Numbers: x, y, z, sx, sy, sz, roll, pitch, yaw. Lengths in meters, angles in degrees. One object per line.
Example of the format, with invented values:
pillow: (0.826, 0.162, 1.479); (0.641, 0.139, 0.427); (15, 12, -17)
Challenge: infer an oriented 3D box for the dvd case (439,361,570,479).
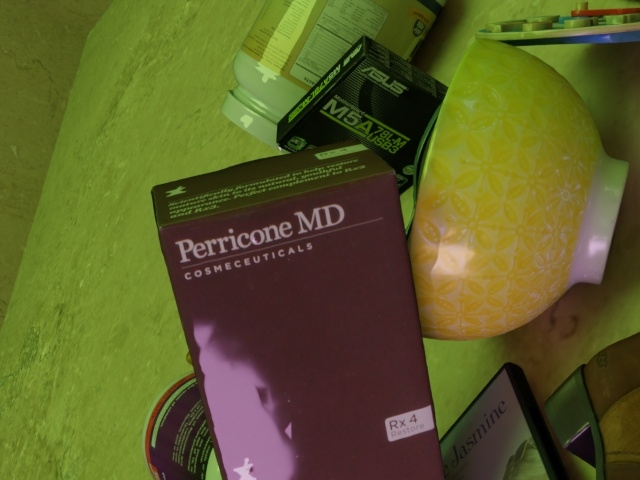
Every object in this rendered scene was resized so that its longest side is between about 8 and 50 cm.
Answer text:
dvd case: (0.155, 0.250, 0.816); (0.180, 0.022, 0.253); (-57, 20, 23)

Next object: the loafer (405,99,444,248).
loafer: (0.152, -0.035, 1.033); (0.084, 0.096, 0.267); (22, 97, 52)

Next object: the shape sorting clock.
shape sorting clock: (0.256, -0.214, 0.888); (0.206, 0.206, 0.040); (20, 115, 62)

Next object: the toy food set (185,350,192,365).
toy food set: (-0.083, 0.116, 1.333); (0.232, 0.104, 0.111); (-53, 12, -13)

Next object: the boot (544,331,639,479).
boot: (0.323, 0.121, 0.649); (0.280, 0.096, 0.264); (-46, 26, 19)

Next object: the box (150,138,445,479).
box: (-0.008, 0.123, 0.786); (0.143, 0.191, 0.381); (-127, 23, -71)

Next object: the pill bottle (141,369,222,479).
pill bottle: (-0.085, 0.264, 1.095); (0.323, 0.181, 0.181); (3, 71, 60)

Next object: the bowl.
bowl: (0.196, -0.032, 0.841); (0.156, 0.289, 0.289); (13, 76, 17)

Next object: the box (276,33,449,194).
box: (0.071, -0.145, 1.136); (0.184, 0.190, 0.045); (-38, 37, 40)

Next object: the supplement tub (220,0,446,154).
supplement tub: (0.014, -0.278, 1.296); (0.316, 0.228, 0.228); (-60, 29, 11)
